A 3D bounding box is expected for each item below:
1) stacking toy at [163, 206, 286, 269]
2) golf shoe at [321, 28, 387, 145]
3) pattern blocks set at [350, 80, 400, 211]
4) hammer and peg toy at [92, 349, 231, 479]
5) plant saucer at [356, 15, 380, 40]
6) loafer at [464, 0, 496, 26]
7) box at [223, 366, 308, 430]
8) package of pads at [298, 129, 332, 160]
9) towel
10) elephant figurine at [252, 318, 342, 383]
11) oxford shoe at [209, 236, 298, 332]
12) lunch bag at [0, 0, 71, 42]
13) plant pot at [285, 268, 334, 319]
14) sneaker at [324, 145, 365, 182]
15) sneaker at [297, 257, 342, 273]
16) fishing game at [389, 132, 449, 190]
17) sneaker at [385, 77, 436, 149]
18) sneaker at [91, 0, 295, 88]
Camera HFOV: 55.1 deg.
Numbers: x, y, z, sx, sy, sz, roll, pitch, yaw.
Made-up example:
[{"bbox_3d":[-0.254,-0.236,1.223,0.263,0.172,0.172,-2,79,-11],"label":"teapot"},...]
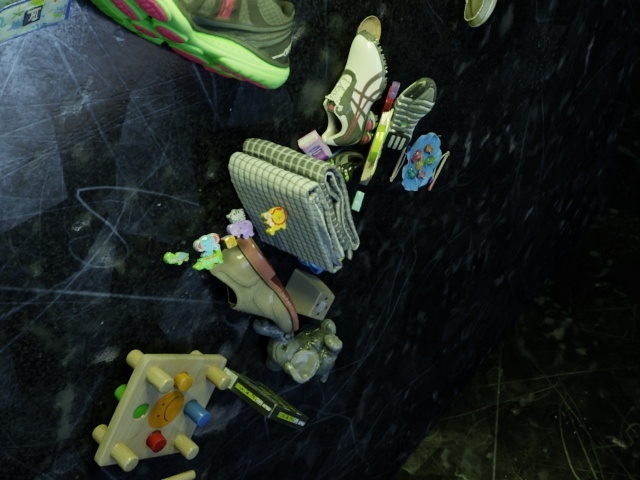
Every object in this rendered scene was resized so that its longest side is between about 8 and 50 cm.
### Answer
[{"bbox_3d":[-0.195,-0.007,1.236,0.221,0.167,0.052,-30,108,-31],"label":"stacking toy"},{"bbox_3d":[0.075,-0.335,1.396,0.120,0.105,0.273,-17,131,-29],"label":"golf shoe"},{"bbox_3d":[0.134,-0.223,1.484,0.285,0.026,0.325,-67,176,-80],"label":"pattern blocks set"},{"bbox_3d":[-0.363,0.413,1.355,0.266,0.127,0.361,15,101,-57],"label":"hammer and peg toy"},{"bbox_3d":[0.107,-0.476,1.416,0.083,0.015,0.083,-31,136,-36],"label":"plant saucer"},{"bbox_3d":[0.413,-0.692,1.605,0.087,0.094,0.251,2,104,-26],"label":"loafer"},{"bbox_3d":[-0.146,0.404,1.567,0.045,0.190,0.184,-56,146,-11],"label":"box"},{"bbox_3d":[-0.013,-0.215,1.422,0.050,0.032,0.083,-29,147,12],"label":"package of pads"},{"bbox_3d":[-0.047,-0.078,1.316,0.121,0.235,0.284,-52,145,-23],"label":"towel"},{"bbox_3d":[-0.075,0.298,1.642,0.239,0.186,0.169,-11,156,-36],"label":"elephant figurine"},{"bbox_3d":[-0.154,0.123,1.446,0.130,0.123,0.348,-33,134,-6],"label":"oxford shoe"},{"bbox_3d":[-0.402,-0.341,0.804,0.129,0.096,0.151,-39,154,-35],"label":"lunch bag"},{"bbox_3d":[-0.029,0.153,1.619,0.109,0.096,0.109,27,92,-56],"label":"plant pot"},{"bbox_3d":[0.036,-0.166,1.490,0.188,0.078,0.067,-39,140,-28],"label":"sneaker"},{"bbox_3d":[0.000,0.000,1.553,0.126,0.091,0.240,-42,142,-24],"label":"sneaker"},{"bbox_3d":[0.310,-0.230,1.830,0.264,0.041,0.189,10,108,-54],"label":"fishing game"},{"bbox_3d":[0.222,-0.350,1.553,0.229,0.086,0.132,120,-17,-50],"label":"sneaker"},{"bbox_3d":[-0.195,-0.399,0.969,0.483,0.185,0.202,10,99,-65],"label":"sneaker"}]
